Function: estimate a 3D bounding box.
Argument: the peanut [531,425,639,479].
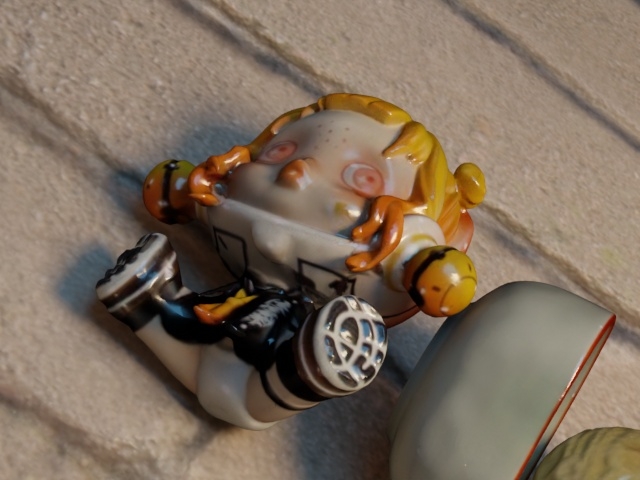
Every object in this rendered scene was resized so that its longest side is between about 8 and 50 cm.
[{"bbox_3d":[0.210,0.288,1.218,0.152,0.152,0.313,36,49,-3],"label":"peanut"}]

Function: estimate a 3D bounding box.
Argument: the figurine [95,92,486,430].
[{"bbox_3d":[0.000,0.004,1.262,0.320,0.196,0.323,21,50,29],"label":"figurine"}]

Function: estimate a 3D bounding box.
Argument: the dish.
[{"bbox_3d":[0.135,0.134,1.222,0.117,0.256,0.256,31,45,13],"label":"dish"}]
